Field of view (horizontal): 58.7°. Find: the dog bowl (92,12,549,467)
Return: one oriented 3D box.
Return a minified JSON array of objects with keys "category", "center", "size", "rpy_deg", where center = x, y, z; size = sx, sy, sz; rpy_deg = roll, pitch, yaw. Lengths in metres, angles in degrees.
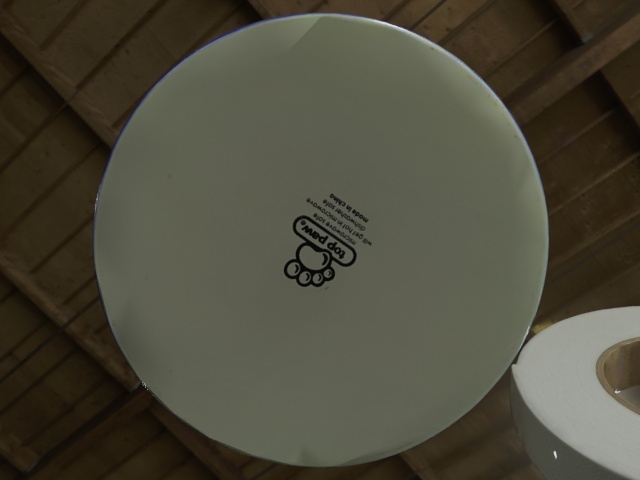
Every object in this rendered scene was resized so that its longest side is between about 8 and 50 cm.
[{"category":"dog bowl","center":[0.000,0.000,0.368],"size":[0.264,0.104,0.265],"rpy_deg":[0,-84,-2]}]

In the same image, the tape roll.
[{"category":"tape roll","center":[0.413,0.181,0.622],"size":[0.391,0.392,0.072],"rpy_deg":[-5,-72,7]}]
